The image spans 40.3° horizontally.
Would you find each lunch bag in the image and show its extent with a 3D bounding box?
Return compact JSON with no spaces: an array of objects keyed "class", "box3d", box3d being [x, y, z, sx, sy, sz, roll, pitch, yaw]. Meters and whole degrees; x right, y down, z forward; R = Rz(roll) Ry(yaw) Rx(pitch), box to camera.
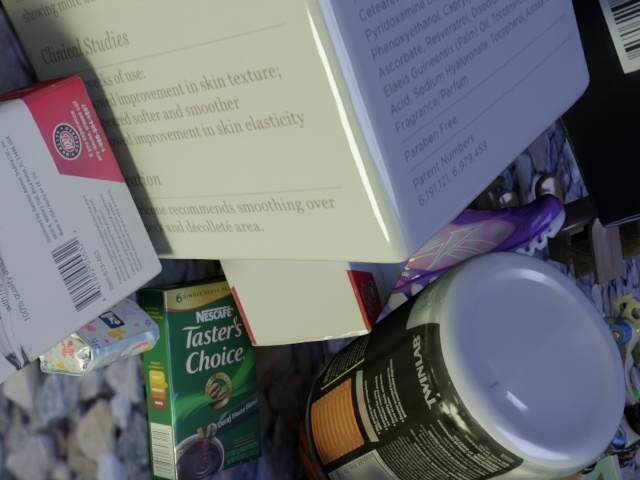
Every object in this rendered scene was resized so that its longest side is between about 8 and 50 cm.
[{"class":"lunch bag","box3d":[-0.183,0.079,0.718,0.071,0.083,0.053,-18,104,-46]}]

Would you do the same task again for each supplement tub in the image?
[{"class":"supplement tub","box3d":[0.109,0.155,0.816,0.194,0.316,0.193,12,61,-22]}]

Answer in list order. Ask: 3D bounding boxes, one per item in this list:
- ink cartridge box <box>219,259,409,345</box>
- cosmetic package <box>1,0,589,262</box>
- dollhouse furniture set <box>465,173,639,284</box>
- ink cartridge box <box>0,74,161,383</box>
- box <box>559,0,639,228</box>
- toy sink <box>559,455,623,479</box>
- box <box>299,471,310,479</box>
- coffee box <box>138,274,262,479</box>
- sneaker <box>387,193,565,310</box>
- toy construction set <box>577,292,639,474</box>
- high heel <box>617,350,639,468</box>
[{"class":"ink cartridge box","box3d":[0.000,0.000,0.855,0.176,0.128,0.128,-52,127,-57]},{"class":"cosmetic package","box3d":[-0.031,-0.226,0.705,0.327,0.330,0.393,-39,119,-40]},{"class":"dollhouse furniture set","box3d":[0.293,-0.039,1.160,0.242,0.212,0.160,-20,108,-19]},{"class":"ink cartridge box","box3d":[-0.255,0.006,0.626,0.237,0.100,0.171,-39,118,-42]},{"class":"box","box3d":[0.383,-0.352,1.044,0.479,0.298,0.471,63,24,-20]},{"class":"toy sink","box3d":[0.339,0.396,1.262,0.234,0.131,0.152,-34,114,-42]},{"class":"box","box3d":[0.081,0.350,1.019,0.295,0.073,0.293,-50,122,-37]},{"class":"coffee box","box3d":[-0.112,0.128,0.829,0.113,0.040,0.184,-6,94,-48]},{"class":"sneaker","box3d":[0.167,-0.006,1.029,0.104,0.237,0.095,62,14,-6]},{"class":"toy construction set","box3d":[0.358,0.198,1.209,0.328,0.151,0.215,-16,62,-31]},{"class":"high heel","box3d":[0.451,0.298,1.417,0.186,0.093,0.261,-31,119,-41]}]
